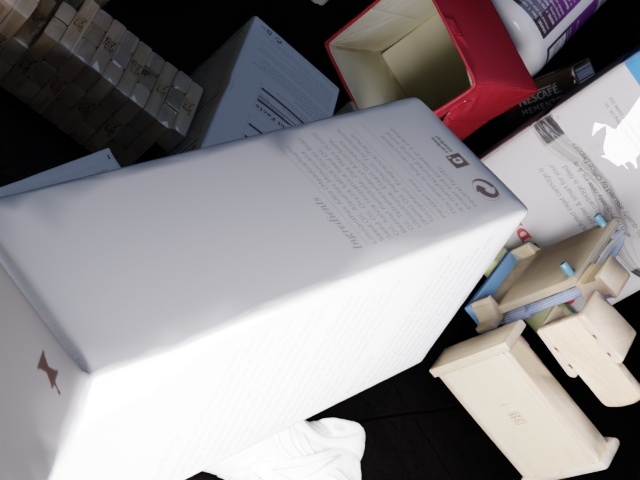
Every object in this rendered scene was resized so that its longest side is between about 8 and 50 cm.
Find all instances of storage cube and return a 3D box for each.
[{"bbox_3d":[0.159,-0.249,1.515,0.193,0.184,0.215,-6,67,-52],"label":"storage cube"}]

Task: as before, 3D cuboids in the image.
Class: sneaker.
[{"bbox_3d":[-0.035,0.218,0.986,0.232,0.090,0.115,16,54,-41],"label":"sneaker"}]

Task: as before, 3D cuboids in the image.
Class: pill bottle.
[{"bbox_3d":[0.341,-0.389,1.758,0.323,0.181,0.181,-45,101,-20],"label":"pill bottle"}]

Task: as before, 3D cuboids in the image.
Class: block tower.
[{"bbox_3d":[-0.278,-0.202,1.036,0.335,0.097,0.091,37,39,-22],"label":"block tower"}]

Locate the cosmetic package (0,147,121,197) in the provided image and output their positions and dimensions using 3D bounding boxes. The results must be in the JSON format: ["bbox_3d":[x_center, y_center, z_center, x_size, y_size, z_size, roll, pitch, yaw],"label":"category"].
[{"bbox_3d":[-0.251,-0.001,0.929,0.099,0.060,0.239,58,34,0],"label":"cosmetic package"}]

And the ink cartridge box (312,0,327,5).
[{"bbox_3d":[-0.009,-0.452,1.576,0.127,0.072,0.175,38,38,-24],"label":"ink cartridge box"}]

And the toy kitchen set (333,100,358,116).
[{"bbox_3d":[0.073,-0.050,1.341,0.166,0.122,0.207,33,20,-29],"label":"toy kitchen set"}]

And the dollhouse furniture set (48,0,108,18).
[{"bbox_3d":[-0.286,-0.378,1.107,0.242,0.161,0.212,56,35,1],"label":"dollhouse furniture set"}]

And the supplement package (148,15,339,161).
[{"bbox_3d":[-0.088,-0.098,1.135,0.134,0.139,0.244,38,39,-22],"label":"supplement package"}]

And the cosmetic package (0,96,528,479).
[{"bbox_3d":[-0.064,0.049,0.863,0.453,0.230,0.161,-19,59,-42],"label":"cosmetic package"}]

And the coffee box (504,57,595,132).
[{"bbox_3d":[0.404,-0.152,1.721,0.098,0.141,0.246,-31,99,-55],"label":"coffee box"}]

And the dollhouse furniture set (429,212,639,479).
[{"bbox_3d":[0.339,0.112,1.328,0.198,0.286,0.303,49,51,-9],"label":"dollhouse furniture set"}]

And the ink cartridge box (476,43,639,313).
[{"bbox_3d":[0.438,-0.095,1.538,0.285,0.395,0.166,54,31,-3],"label":"ink cartridge box"}]

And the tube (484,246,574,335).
[{"bbox_3d":[0.295,0.076,1.529,0.062,0.070,0.240,-45,93,-12],"label":"tube"}]
